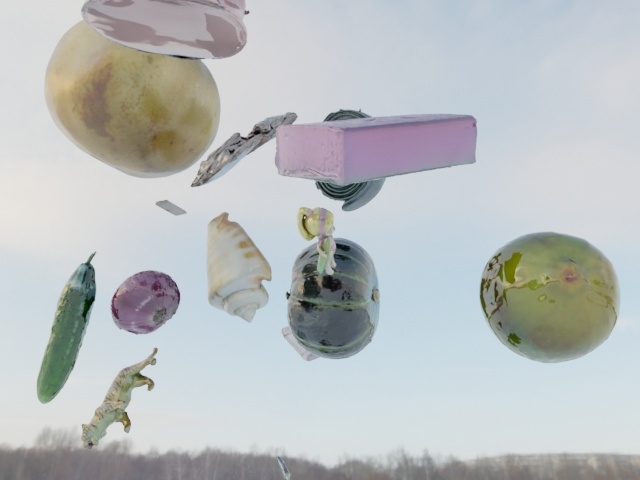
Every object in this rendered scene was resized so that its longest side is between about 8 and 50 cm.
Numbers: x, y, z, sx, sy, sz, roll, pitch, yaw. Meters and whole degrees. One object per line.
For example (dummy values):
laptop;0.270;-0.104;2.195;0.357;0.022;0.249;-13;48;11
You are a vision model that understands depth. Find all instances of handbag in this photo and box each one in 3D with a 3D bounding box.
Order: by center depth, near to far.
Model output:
handbag;-0.189;-0.307;0.625;0.204;0.117;0.179;4;-4;-6

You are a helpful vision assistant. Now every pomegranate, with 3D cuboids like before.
pomegranate;-0.435;-0.353;1.235;0.415;0.417;0.417;1;-27;1

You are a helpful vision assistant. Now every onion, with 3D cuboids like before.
onion;-0.291;0.100;0.838;0.104;0.115;0.115;23;-16;30

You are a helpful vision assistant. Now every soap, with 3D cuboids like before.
soap;0.082;-0.145;0.769;0.259;0.081;0.181;-12;18;-31

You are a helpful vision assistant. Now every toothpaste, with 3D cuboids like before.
toothpaste;-0.101;0.629;1.401;0.019;0.083;0.027;-39;-63;-5

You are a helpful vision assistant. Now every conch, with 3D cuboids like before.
conch;-0.208;0.067;1.137;0.127;0.255;0.158;-19;-21;-46

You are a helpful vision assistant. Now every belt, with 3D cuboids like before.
belt;0.082;-0.210;1.351;0.206;0.268;0.116;11;6;31

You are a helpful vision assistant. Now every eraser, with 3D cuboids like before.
eraser;0.018;0.320;1.681;0.243;0.059;0.204;-11;21;-24

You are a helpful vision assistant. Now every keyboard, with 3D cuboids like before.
keyboard;-0.592;-0.129;2.015;0.055;0.017;0.166;-13;-15;9

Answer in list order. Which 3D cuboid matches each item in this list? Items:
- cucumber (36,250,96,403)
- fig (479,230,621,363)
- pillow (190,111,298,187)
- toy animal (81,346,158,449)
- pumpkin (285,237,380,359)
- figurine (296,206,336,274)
cucumber;-0.400;0.137;0.811;0.055;0.251;0.056;11;-10;2
fig;0.353;0.094;0.826;0.207;0.208;0.230;9;-17;-15
pillow;-0.146;-0.180;0.967;0.135;0.248;0.049;-29;-79;39
toy animal;-0.432;0.337;1.108;0.099;0.241;0.057;1;-38;29
pumpkin;0.039;0.152;1.359;0.241;0.324;0.323;4;-26;14
figurine;0.000;0.000;1.121;0.083;0.083;0.188;-5;-47;12
